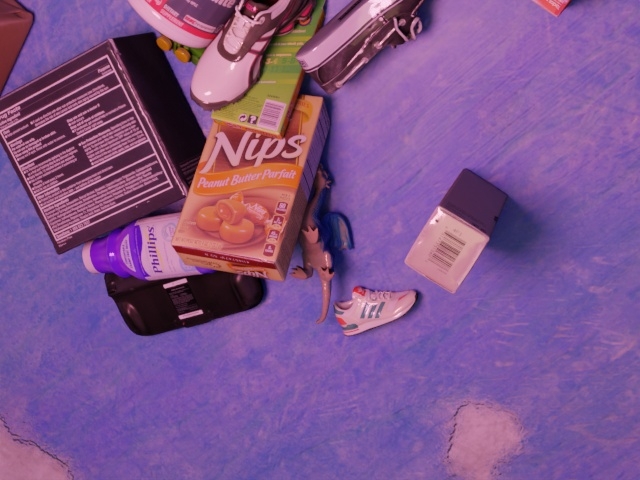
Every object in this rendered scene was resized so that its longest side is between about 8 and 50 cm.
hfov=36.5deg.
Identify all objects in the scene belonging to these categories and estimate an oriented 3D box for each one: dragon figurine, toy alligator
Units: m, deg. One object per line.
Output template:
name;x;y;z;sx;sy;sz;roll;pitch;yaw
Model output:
dragon figurine;0.000;0.000;1.723;0.085;0.144;0.289;-7;118;26
toy alligator;-0.226;-0.333;1.721;0.190;0.056;0.051;33;155;4

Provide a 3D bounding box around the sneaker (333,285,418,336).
sneaker;0.095;0.113;1.747;0.161;0.057;0.075;-25;103;25

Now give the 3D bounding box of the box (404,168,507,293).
box;0.221;-0.022;1.548;0.094;0.275;0.113;32;114;6

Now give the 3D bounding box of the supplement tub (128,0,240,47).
supplement tub;-0.182;-0.471;1.586;0.191;0.191;0.272;43;114;1

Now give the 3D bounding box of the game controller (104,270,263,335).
game controller;-0.264;0.087;1.851;0.319;0.067;0.166;-16;116;26

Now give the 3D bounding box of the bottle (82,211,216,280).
bottle;-0.302;0.013;1.759;0.283;0.092;0.118;-7;95;26

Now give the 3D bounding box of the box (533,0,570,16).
box;0.281;-0.482;1.460;0.300;0.154;0.142;36;114;3

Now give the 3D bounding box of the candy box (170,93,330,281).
candy box;-0.112;-0.100;1.634;0.183;0.087;0.316;9;67;14

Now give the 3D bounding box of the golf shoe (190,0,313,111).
golf shoe;-0.126;-0.336;1.572;0.105;0.120;0.273;36;84;15

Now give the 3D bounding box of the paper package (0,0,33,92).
paper package;-0.714;-0.301;1.741;0.168;0.309;0.325;36;114;5

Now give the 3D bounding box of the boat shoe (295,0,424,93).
boat shoe;0.107;-0.355;1.568;0.306;0.113;0.105;-40;112;5

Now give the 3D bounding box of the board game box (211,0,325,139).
board game box;-0.084;-0.305;1.634;0.124;0.039;0.259;16;80;12

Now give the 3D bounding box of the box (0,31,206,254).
box;-0.386;-0.177;1.743;0.296;0.183;0.294;-22;100;21
